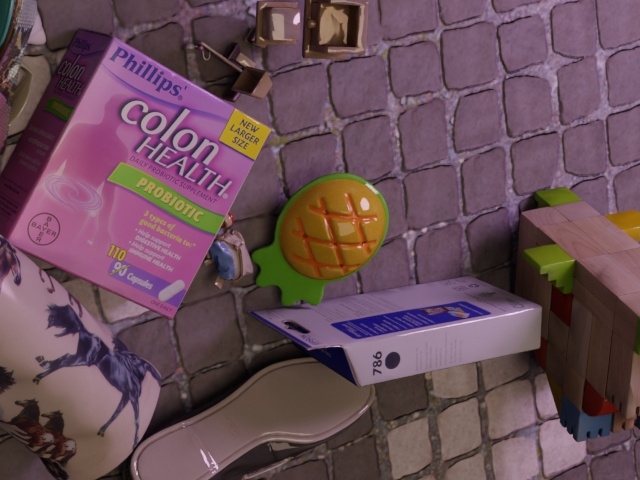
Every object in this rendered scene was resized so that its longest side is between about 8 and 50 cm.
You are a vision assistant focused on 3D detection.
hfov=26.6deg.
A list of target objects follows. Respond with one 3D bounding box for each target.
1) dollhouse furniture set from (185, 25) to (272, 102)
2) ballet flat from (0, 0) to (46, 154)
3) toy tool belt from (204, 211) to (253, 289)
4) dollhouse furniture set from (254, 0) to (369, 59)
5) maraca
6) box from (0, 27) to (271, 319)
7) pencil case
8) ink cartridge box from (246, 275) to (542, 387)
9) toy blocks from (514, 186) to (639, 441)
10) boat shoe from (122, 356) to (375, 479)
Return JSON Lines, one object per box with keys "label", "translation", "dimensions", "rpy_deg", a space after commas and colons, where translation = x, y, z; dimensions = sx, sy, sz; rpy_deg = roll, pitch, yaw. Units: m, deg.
{"label": "dollhouse furniture set", "translation": [-0.095, -0.210, 1.507], "dimensions": [0.081, 0.114, 0.091], "rpy_deg": [34, 87, -27]}
{"label": "ballet flat", "translation": [-0.331, -0.192, 1.411], "dimensions": [0.079, 0.077, 0.221], "rpy_deg": [6, 104, -49]}
{"label": "toy tool belt", "translation": [-0.115, 0.012, 1.585], "dimensions": [0.051, 0.052, 0.083], "rpy_deg": [-31, 115, -28]}
{"label": "dollhouse furniture set", "translation": [-0.137, -0.349, 1.433], "dimensions": [0.356, 0.174, 0.303], "rpy_deg": [-2, 102, -21]}
{"label": "maraca", "translation": [0.000, 0.000, 1.622], "dimensions": [0.127, 0.099, 0.185], "rpy_deg": [39, 105, -15]}
{"label": "box", "translation": [-0.212, -0.071, 1.472], "dimensions": [0.214, 0.117, 0.243], "rpy_deg": [29, 87, -31]}
{"label": "pencil case", "translation": [-0.334, 0.104, 1.379], "dimensions": [0.184, 0.160, 0.410], "rpy_deg": [-21, 137, 22]}
{"label": "ink cartridge box", "translation": [0.091, 0.111, 1.657], "dimensions": [0.333, 0.165, 0.065], "rpy_deg": [-7, 106, -27]}
{"label": "toy blocks", "translation": [0.356, 0.130, 1.716], "dimensions": [0.191, 0.381, 0.260], "rpy_deg": [-10, 119, -18]}
{"label": "boat shoe", "translation": [-0.092, 0.232, 1.641], "dimensions": [0.335, 0.095, 0.112], "rpy_deg": [-21, 76, -27]}
